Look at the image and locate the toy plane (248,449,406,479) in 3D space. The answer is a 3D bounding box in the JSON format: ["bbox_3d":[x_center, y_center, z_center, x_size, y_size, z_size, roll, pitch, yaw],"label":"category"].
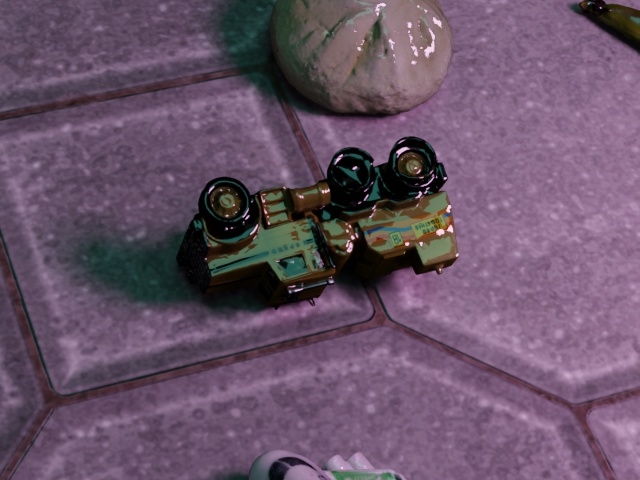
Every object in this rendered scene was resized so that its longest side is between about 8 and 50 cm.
[{"bbox_3d":[0.002,0.247,1.445,0.174,0.080,0.174,4,53,-6],"label":"toy plane"}]

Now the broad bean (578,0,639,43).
[{"bbox_3d":[0.416,-0.192,1.856,0.297,0.043,0.060,40,64,18],"label":"broad bean"}]

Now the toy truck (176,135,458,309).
[{"bbox_3d":[-0.003,-0.004,1.598,0.257,0.127,0.127,-10,72,-16],"label":"toy truck"}]

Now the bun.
[{"bbox_3d":[0.048,-0.223,1.762,0.195,0.118,0.195,7,54,-10],"label":"bun"}]
